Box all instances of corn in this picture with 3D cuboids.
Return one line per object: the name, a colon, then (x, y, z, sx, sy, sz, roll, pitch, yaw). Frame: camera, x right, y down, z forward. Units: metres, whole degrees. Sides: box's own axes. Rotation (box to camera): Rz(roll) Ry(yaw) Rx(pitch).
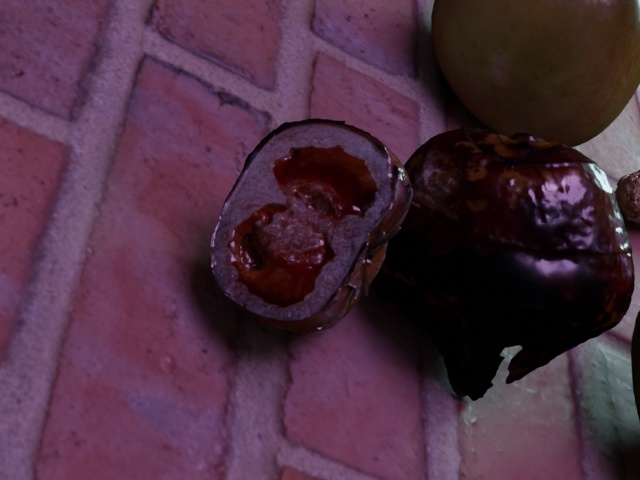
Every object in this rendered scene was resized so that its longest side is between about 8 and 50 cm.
corn: (0.535, -0.064, 1.837, 0.289, 0.098, 0.098, -5, 57, -39)

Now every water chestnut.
water chestnut: (0.191, 0.019, 1.345, 0.289, 0.289, 0.244, 26, 51, -19)

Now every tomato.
tomato: (0.000, 0.000, 1.256, 0.180, 0.214, 0.155, 30, -11, 22)

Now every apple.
apple: (0.316, -0.299, 1.727, 0.319, 0.277, 0.319, 24, 40, -21)

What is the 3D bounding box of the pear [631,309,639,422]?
pear: (0.529, 0.185, 1.410, 0.352, 0.352, 0.413, -27, 80, -50)
